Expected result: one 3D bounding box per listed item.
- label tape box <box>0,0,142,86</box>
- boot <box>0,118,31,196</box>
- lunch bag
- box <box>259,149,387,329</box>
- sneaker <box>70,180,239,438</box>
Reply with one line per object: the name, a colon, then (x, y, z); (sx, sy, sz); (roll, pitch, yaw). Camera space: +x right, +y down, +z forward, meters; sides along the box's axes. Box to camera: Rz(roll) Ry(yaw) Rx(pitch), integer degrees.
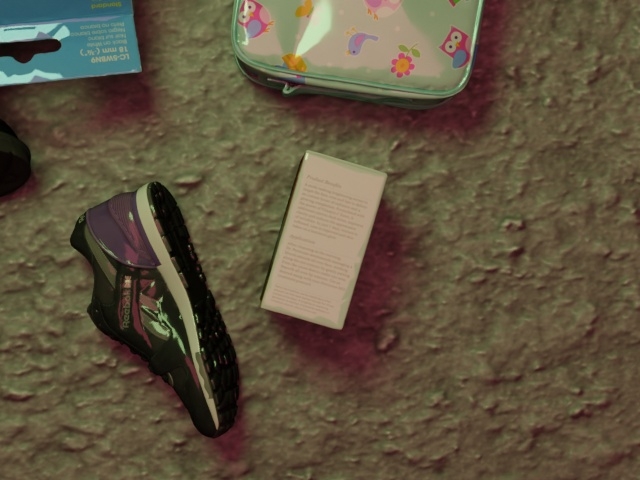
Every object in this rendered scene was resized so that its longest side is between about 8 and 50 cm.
label tape box: (-0.320, -0.330, 1.090); (0.240, 0.106, 0.334); (-8, 71, -12)
boot: (-0.473, -0.193, 1.133); (0.348, 0.131, 0.260); (12, 58, -30)
lunch bag: (0.036, -0.258, 1.175); (0.279, 0.108, 0.224); (9, 92, -3)
box: (0.000, 0.000, 1.160); (0.091, 0.130, 0.171); (16, 88, -3)
sneaker: (-0.183, 0.088, 1.177); (0.124, 0.107, 0.283); (-20, 87, 11)
